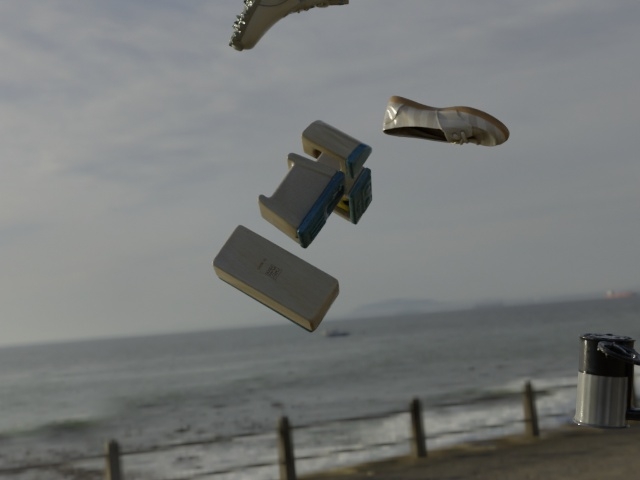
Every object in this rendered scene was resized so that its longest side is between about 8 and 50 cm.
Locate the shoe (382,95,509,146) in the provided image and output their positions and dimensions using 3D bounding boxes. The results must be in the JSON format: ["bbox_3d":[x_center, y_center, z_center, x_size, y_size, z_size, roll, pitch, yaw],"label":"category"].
[{"bbox_3d":[0.194,-0.176,1.719,0.219,0.058,0.076,17,-19,33],"label":"shoe"}]

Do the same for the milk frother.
[{"bbox_3d":[0.424,0.210,1.598,0.129,0.135,0.143,3,1,39],"label":"milk frother"}]

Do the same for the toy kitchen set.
[{"bbox_3d":[0.000,0.000,1.179,0.122,0.207,0.166,30,-17,14],"label":"toy kitchen set"}]

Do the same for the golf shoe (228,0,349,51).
[{"bbox_3d":[-0.014,-0.241,1.042,0.086,0.176,0.069,37,6,-13],"label":"golf shoe"}]
